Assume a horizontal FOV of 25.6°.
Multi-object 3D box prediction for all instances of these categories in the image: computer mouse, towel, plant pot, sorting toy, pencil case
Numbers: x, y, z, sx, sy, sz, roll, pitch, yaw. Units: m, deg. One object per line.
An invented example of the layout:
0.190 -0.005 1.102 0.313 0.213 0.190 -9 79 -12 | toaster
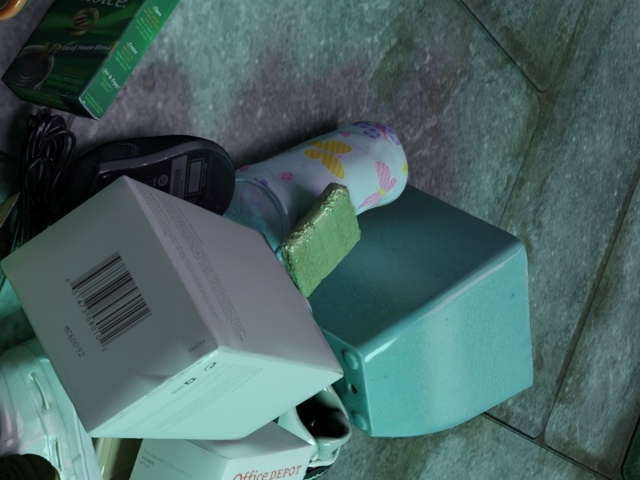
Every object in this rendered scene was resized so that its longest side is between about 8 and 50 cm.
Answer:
-0.208 -0.055 1.450 0.272 0.072 0.188 -9 117 -43 | computer mouse
0.000 0.000 1.613 0.110 0.027 0.148 -49 159 -12 | towel
0.099 0.111 1.845 0.252 0.247 0.247 -31 131 -29 | plant pot
-0.217 0.272 1.619 0.208 0.038 0.193 1 105 -62 | sorting toy
-0.007 -0.058 1.705 0.273 0.113 0.124 -29 147 -47 | pencil case

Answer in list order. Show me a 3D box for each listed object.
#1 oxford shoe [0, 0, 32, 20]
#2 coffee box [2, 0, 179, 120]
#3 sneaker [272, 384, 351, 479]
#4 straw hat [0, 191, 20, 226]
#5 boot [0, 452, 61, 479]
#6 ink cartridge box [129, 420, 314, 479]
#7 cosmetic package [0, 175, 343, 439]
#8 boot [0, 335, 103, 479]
-0.231 -0.312 1.264 0.098 0.097 0.271 34 76 -63 | oxford shoe
-0.208 -0.204 1.332 0.184 0.113 0.040 -59 142 -18 | coffee box
-0.031 0.264 1.796 0.122 0.146 0.330 -41 138 -42 | sneaker
-0.336 -0.001 1.275 0.061 0.144 0.144 33 72 -13 | straw hat
-0.315 0.350 1.417 0.236 0.089 0.269 -31 136 -4 | boot
-0.142 0.343 1.619 0.207 0.117 0.283 6 106 -63 | ink cartridge box
-0.130 0.081 1.403 0.155 0.197 0.365 -34 162 10 | cosmetic package
-0.297 0.225 1.436 0.123 0.095 0.258 -23 115 -43 | boot
